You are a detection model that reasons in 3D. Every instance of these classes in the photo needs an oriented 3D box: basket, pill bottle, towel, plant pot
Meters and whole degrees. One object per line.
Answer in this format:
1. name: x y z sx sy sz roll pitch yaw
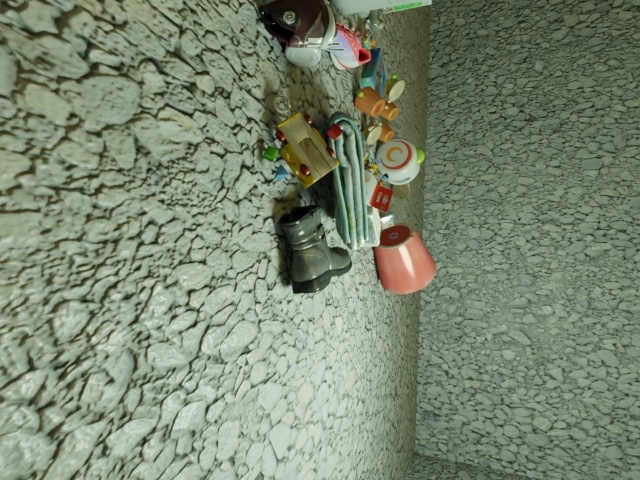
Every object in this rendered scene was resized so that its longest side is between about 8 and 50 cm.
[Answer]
1. basket: 0.161 -0.069 1.604 0.167 0.113 0.103 70 26 -43
2. pill bottle: -0.037 -0.550 1.101 0.094 0.094 0.169 32 62 -65
3. towel: 0.071 -0.192 1.283 0.320 0.090 0.374 -100 -176 -71
4. plant pot: 0.373 0.068 1.971 0.243 0.275 0.275 64 33 -29

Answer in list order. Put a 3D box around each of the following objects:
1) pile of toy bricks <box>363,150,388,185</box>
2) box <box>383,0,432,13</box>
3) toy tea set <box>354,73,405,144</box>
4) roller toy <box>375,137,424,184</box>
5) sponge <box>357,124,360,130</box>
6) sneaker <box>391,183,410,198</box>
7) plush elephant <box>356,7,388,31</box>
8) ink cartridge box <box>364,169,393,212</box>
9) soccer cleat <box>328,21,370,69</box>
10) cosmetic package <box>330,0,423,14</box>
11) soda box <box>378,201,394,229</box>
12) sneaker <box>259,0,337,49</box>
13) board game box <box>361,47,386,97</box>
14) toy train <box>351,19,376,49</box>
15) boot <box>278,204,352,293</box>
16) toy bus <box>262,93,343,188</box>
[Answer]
1. pile of toy bricks: 0.194 -0.258 1.708 0.105 0.118 0.212 -53 164 -1
2. box: 0.360 -1.153 1.863 0.262 0.231 0.126 28 65 -66
3. toy tea set: 0.219 -0.517 1.725 0.200 0.124 0.336 -38 156 -20
4. roller toy: 0.357 -0.363 1.965 0.191 0.209 0.146 -51 153 1
5. sponge: 0.120 -0.332 1.517 0.210 0.031 0.117 -74 166 -61
6. sneaker: 0.426 -0.355 2.255 0.282 0.099 0.153 59 40 -48
7. plush elephant: 0.282 -1.008 1.644 0.272 0.256 0.329 -9 99 -68
8. ink cartridge box: 0.181 -0.190 1.562 0.045 0.179 0.145 110 4 -45
9. soccer cleat: 0.062 -0.621 1.309 0.318 0.117 0.108 2 89 -68
10. cosmetic package: 0.196 -0.915 1.255 0.327 0.394 0.329 -24 113 -66
11. soda box: 0.239 -0.121 1.739 0.183 0.063 0.058 -116 -171 -52
12. sneaker: -0.073 -0.578 0.990 0.106 0.163 0.281 143 -69 -72
13. board game box: 0.232 -0.690 1.820 0.160 0.047 0.210 65 34 -49
14. toy train: 0.166 -0.761 1.611 0.166 0.046 0.125 -51 147 -34
15. boot: 0.000 0.000 1.217 0.338 0.118 0.222 -36 118 -69
16. toy bus: -0.052 -0.230 1.068 0.104 0.191 0.202 160 -61 -67
